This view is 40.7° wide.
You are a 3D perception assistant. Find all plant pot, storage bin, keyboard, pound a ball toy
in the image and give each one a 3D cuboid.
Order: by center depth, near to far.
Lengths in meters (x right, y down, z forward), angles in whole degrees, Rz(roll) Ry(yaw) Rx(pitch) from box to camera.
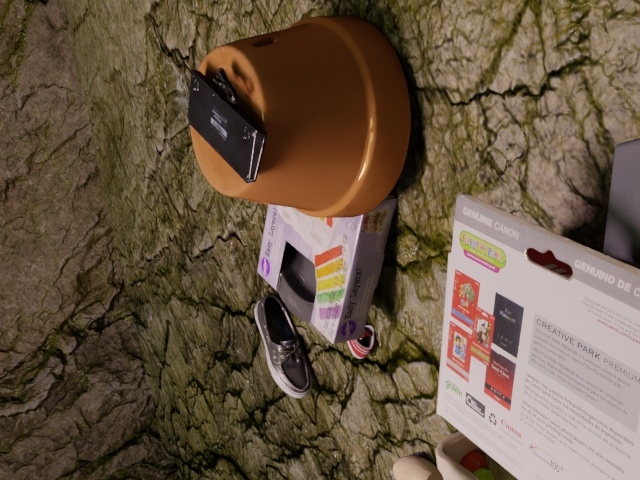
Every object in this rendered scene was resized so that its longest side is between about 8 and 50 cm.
[{"bbox_3d":[0.308,-0.034,0.762,0.091,0.098,0.135,-167,84,-75],"label":"storage bin"},{"bbox_3d":[-0.121,-0.161,1.106,0.180,0.023,0.108,44,136,39],"label":"keyboard"},{"bbox_3d":[0.201,0.384,1.171,0.136,0.208,0.319,24,131,58],"label":"pound a ball toy"},{"bbox_3d":[-0.045,-0.167,1.193,0.291,0.204,0.290,13,107,52],"label":"plant pot"}]

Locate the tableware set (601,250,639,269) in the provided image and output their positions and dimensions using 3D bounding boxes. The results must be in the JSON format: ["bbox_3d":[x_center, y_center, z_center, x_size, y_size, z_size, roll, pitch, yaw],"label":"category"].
[{"bbox_3d":[0.336,0.029,0.839,0.168,0.020,0.141,61,150,27],"label":"tableware set"}]

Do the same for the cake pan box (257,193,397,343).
[{"bbox_3d":[0.000,0.000,1.393,0.246,0.070,0.266,42,129,45],"label":"cake pan box"}]

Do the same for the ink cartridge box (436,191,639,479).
[{"bbox_3d":[0.257,0.110,0.838,0.309,0.130,0.271,35,129,56],"label":"ink cartridge box"}]

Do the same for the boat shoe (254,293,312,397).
[{"bbox_3d":[-0.073,0.215,1.803,0.076,0.080,0.228,119,134,-62],"label":"boat shoe"}]

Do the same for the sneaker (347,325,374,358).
[{"bbox_3d":[0.055,0.147,1.505,0.118,0.042,0.067,57,158,10],"label":"sneaker"}]

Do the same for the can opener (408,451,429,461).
[{"bbox_3d":[0.199,0.434,1.422,0.186,0.073,0.059,61,-166,27],"label":"can opener"}]
